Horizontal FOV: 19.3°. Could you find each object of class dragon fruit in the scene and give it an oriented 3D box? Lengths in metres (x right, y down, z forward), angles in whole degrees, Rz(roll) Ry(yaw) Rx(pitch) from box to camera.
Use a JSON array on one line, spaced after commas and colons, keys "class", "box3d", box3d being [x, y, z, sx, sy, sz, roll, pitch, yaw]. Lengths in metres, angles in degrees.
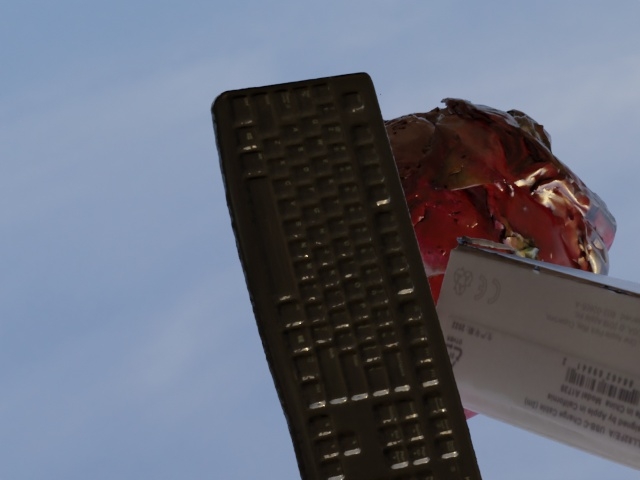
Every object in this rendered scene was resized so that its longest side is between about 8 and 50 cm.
[{"class": "dragon fruit", "box3d": [0.123, 0.020, 1.792, 0.329, 0.329, 0.329, -1, -151, 1]}]

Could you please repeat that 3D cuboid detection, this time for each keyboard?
[{"class": "keyboard", "box3d": [0.003, -0.006, 0.999, 0.103, 0.041, 0.381, -9, -113, -19]}]

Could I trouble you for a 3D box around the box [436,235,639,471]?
[{"class": "box", "box3d": [0.220, 0.081, 1.129, 0.251, 0.106, 0.203, 12, -178, -38]}]
